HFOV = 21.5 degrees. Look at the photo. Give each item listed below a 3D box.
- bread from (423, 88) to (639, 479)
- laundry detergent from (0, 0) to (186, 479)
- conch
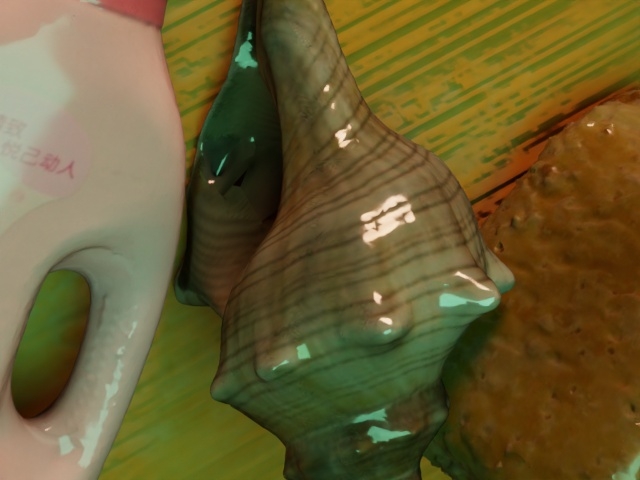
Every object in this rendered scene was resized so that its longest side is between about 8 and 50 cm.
[{"bbox_3d":[0.129,0.035,0.670,0.196,0.138,0.102,-52,139,1],"label":"bread"},{"bbox_3d":[-0.123,-0.005,0.607,0.159,0.088,0.335,21,98,-26],"label":"laundry detergent"},{"bbox_3d":[0.006,0.009,0.641,0.114,0.234,0.137,14,142,-35],"label":"conch"}]
